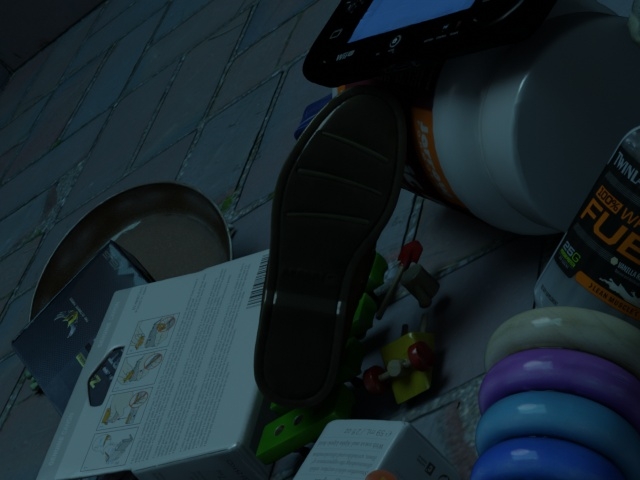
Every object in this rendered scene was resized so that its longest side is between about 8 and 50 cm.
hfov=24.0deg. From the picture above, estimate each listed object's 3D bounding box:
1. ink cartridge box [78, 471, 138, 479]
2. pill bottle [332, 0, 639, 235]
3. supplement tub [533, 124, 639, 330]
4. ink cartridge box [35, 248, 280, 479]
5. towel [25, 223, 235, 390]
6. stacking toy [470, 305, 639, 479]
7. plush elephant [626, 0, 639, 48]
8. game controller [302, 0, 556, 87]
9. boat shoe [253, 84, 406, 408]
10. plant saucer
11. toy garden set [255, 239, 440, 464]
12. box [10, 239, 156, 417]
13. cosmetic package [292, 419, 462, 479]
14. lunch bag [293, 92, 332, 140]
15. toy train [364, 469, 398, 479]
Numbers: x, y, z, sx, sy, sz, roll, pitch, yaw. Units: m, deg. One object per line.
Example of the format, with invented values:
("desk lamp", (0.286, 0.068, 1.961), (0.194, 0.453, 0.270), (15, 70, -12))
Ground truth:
("ink cartridge box", (-0.282, 0.335, 1.652), (0.206, 0.045, 0.208), (-13, 43, 53))
("pill bottle", (0.176, -0.127, 1.430), (0.224, 0.224, 0.392), (-47, 21, -5))
("supplement tub", (0.254, -0.007, 1.148), (0.190, 0.117, 0.117), (-63, 17, 19))
("ink cartridge box", (-0.146, 0.149, 1.633), (0.261, 0.066, 0.296), (-15, 37, 28))
("towel", (-0.268, 0.090, 2.085), (0.325, 0.038, 0.248), (-20, 33, 49))
("stacking toy", (0.152, 0.213, 1.034), (0.141, 0.141, 0.330), (-23, 38, 44))
("plush elephant", (0.405, -0.140, 1.068), (0.330, 0.272, 0.255), (104, 160, -70))
("game controller", (0.105, -0.215, 1.320), (0.166, 0.067, 0.319), (-50, 23, -27))
("boat shoe", (0.000, 0.000, 1.414), (0.104, 0.111, 0.307), (-76, 5, -83))
("plant saucer", (-0.232, 0.070, 1.902), (0.311, 0.050, 0.310), (-16, 57, 25))
("toy garden set", (0.047, 0.103, 1.492), (0.204, 0.049, 0.244), (-33, 24, 33))
("box", (-0.246, 0.134, 1.801), (0.183, 0.059, 0.232), (-46, 50, 2))
("cosmetic package", (0.006, 0.262, 1.234), (0.117, 0.085, 0.231), (-11, 39, 55))
("lunch bag", (0.019, -0.145, 1.944), (0.098, 0.067, 0.065), (-26, 29, 37))
("toy train", (0.070, 0.227, 1.123), (0.125, 0.166, 0.046), (-42, -31, -54))
